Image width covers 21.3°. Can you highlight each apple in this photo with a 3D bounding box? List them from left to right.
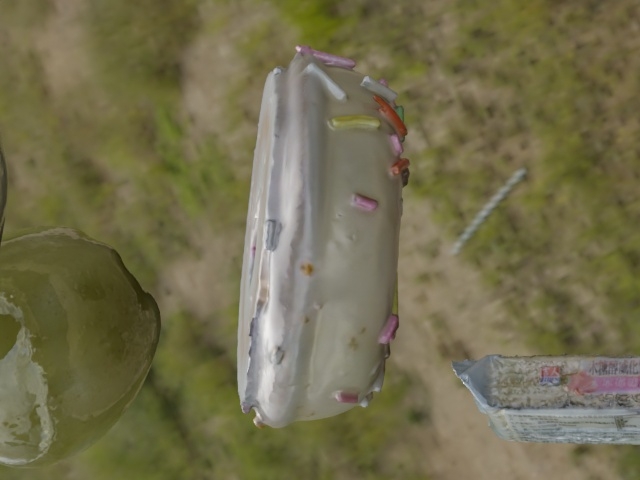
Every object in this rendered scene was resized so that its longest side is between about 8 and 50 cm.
[{"bbox_3d":[-0.225,0.080,1.322,0.200,0.200,0.200,37,140,40],"label":"apple"}]

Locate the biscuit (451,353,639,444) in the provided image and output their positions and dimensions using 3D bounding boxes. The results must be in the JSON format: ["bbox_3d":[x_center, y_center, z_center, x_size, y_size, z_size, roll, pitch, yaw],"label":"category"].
[{"bbox_3d":[0.312,0.179,1.883,0.186,0.309,0.079,53,-143,-62],"label":"biscuit"}]

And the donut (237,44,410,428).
[{"bbox_3d":[0.000,0.000,1.686,0.382,0.142,0.383,-174,90,-84],"label":"donut"}]

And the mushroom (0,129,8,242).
[{"bbox_3d":[-0.361,-0.013,0.913,0.325,0.353,0.353,-35,81,47],"label":"mushroom"}]
